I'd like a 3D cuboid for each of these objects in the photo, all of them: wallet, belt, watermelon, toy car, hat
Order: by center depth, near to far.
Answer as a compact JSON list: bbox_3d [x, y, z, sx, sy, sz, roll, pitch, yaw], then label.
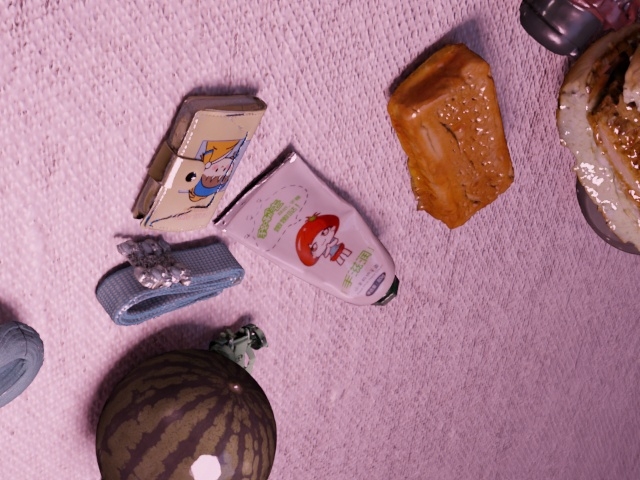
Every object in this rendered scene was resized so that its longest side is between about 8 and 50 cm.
[{"bbox_3d":[-0.348,0.122,1.606,0.138,0.078,0.191,-36,169,-1],"label":"hat"},{"bbox_3d":[-0.123,-0.078,1.673,0.110,0.039,0.155,-7,132,-50],"label":"wallet"},{"bbox_3d":[-0.154,0.034,1.758,0.179,0.065,0.100,-17,149,-43],"label":"belt"},{"bbox_3d":[-0.151,0.225,1.854,0.212,0.212,0.212,-32,148,-23],"label":"watermelon"},{"bbox_3d":[-0.112,0.162,1.977,0.073,0.054,0.143,-24,140,-36],"label":"toy car"}]

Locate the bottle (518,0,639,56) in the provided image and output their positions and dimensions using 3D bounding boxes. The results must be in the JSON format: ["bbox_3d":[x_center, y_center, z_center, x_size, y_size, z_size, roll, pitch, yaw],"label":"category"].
[{"bbox_3d":[0.329,-0.333,1.840,0.271,0.156,0.143,-51,-177,10],"label":"bottle"}]

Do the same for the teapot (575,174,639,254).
[{"bbox_3d":[0.488,-0.099,2.317,0.251,0.183,0.183,-36,151,-37],"label":"teapot"}]

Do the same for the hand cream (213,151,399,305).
[{"bbox_3d":[0.000,0.000,1.920,0.121,0.076,0.336,-49,144,2],"label":"hand cream"}]

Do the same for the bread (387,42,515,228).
[{"bbox_3d":[0.153,-0.119,1.940,0.139,0.077,0.271,-38,149,-6],"label":"bread"}]

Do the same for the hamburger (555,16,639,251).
[{"bbox_3d":[0.479,-0.147,2.089,0.277,0.195,0.318,-41,108,-30],"label":"hamburger"}]
